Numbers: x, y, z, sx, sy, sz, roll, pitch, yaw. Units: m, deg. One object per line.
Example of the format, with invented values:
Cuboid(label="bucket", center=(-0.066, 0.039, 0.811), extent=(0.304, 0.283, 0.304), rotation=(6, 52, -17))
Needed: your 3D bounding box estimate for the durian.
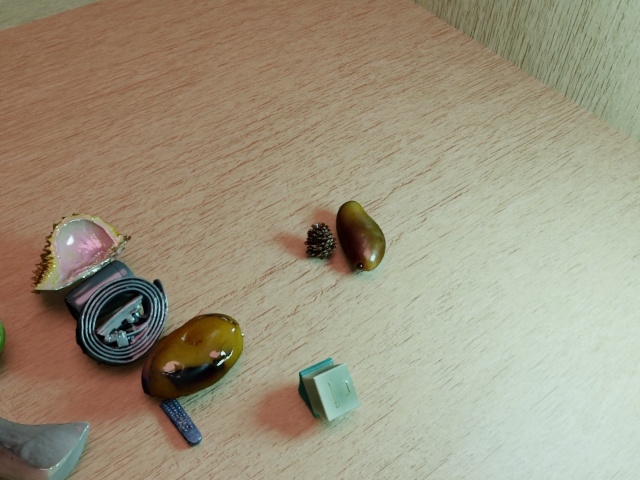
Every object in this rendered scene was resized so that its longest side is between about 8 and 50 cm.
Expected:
Cuboid(label="durian", center=(-0.703, 0.058, 2.090), extent=(0.185, 0.196, 0.305), rotation=(46, 53, -5))

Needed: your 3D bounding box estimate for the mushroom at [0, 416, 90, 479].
Cuboid(label="mushroom", center=(-0.754, 0.452, 1.747), extent=(0.397, 0.126, 0.177), rotation=(15, 37, 9))

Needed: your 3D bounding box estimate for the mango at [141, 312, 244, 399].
Cuboid(label="mango", center=(-0.322, 0.293, 1.913), extent=(0.287, 0.152, 0.201), rotation=(-27, 52, -31))

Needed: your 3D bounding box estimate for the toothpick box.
Cuboid(label="toothpick box", center=(-0.598, 0.146, 2.054), extent=(0.184, 0.120, 0.120), rotation=(-35, 59, -29))

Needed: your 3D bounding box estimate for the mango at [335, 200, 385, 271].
Cuboid(label="mango", center=(0.123, -0.012, 2.276), extent=(0.133, 0.111, 0.267), rotation=(-18, 51, -1))

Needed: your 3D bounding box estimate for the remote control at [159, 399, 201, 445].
Cuboid(label="remote control", center=(-0.343, 0.446, 1.859), extent=(0.043, 0.027, 0.152), rotation=(-31, 55, -22))

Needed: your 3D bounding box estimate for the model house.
Cuboid(label="model house", center=(0.013, 0.373, 1.898), extent=(0.100, 0.149, 0.127), rotation=(-21, 96, -26))

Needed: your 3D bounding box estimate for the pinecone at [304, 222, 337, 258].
Cuboid(label="pinecone", center=(0.003, 0.001, 2.255), extent=(0.102, 0.109, 0.102), rotation=(7, 35, -5))

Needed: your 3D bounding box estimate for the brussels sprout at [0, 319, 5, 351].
Cuboid(label="brussels sprout", center=(-0.907, 0.240, 1.878), extent=(0.244, 0.244, 0.244), rotation=(3, 47, -3))

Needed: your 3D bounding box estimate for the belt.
Cuboid(label="belt", center=(-0.507, 0.199, 1.957), extent=(0.206, 0.116, 0.267), rotation=(39, 64, -11))
